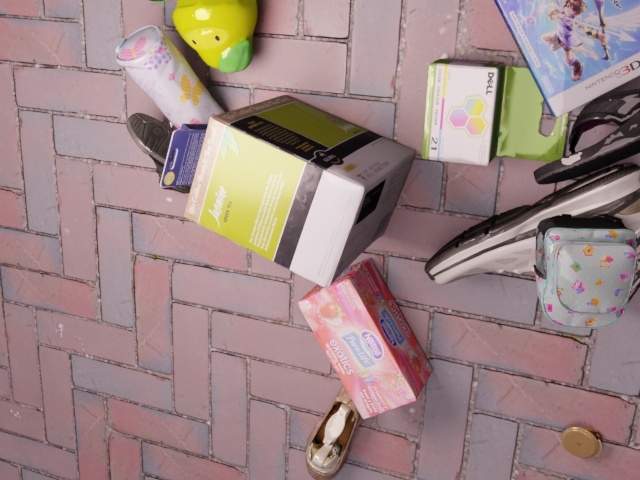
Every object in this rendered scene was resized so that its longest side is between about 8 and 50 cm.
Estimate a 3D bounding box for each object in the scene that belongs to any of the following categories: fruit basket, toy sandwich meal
[{"bbox_3d":[-0.244,-0.526,1.519,0.392,0.283,0.391,0,89,25],"label":"fruit basket"},{"bbox_3d":[0.554,0.424,1.615,0.086,0.029,0.085,15,120,27],"label":"toy sandwich meal"}]

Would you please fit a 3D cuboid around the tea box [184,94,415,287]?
[{"bbox_3d":[-0.033,-0.116,1.511,0.324,0.329,0.219,27,116,14],"label":"tea box"}]

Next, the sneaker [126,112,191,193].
[{"bbox_3d":[-0.358,-0.186,1.725,0.228,0.087,0.130,39,146,-20],"label":"sneaker"}]

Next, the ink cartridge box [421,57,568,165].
[{"bbox_3d":[0.334,-0.240,1.447,0.255,0.097,0.188,9,110,20],"label":"ink cartridge box"}]

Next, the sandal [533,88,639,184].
[{"bbox_3d":[0.559,-0.222,1.306,0.446,0.168,0.106,-31,72,41],"label":"sandal"}]

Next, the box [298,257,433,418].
[{"bbox_3d":[0.101,0.212,1.663,0.142,0.154,0.299,-27,95,28],"label":"box"}]

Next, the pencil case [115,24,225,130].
[{"bbox_3d":[-0.312,-0.322,1.610,0.124,0.113,0.273,16,154,37],"label":"pencil case"}]

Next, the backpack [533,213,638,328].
[{"bbox_3d":[0.458,0.062,1.321,0.166,0.144,0.188,0,112,4],"label":"backpack"}]

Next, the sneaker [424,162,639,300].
[{"bbox_3d":[0.436,0.056,1.461,0.448,0.169,0.257,-25,95,25],"label":"sneaker"}]

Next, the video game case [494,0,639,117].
[{"bbox_3d":[0.464,-0.390,1.332,0.244,0.061,0.269,-27,95,13],"label":"video game case"}]

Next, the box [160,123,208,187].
[{"bbox_3d":[-0.244,-0.184,1.641,0.036,0.225,0.136,38,120,34],"label":"box"}]

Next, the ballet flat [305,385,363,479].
[{"bbox_3d":[0.022,0.472,1.809,0.108,0.106,0.315,25,115,13],"label":"ballet flat"}]
